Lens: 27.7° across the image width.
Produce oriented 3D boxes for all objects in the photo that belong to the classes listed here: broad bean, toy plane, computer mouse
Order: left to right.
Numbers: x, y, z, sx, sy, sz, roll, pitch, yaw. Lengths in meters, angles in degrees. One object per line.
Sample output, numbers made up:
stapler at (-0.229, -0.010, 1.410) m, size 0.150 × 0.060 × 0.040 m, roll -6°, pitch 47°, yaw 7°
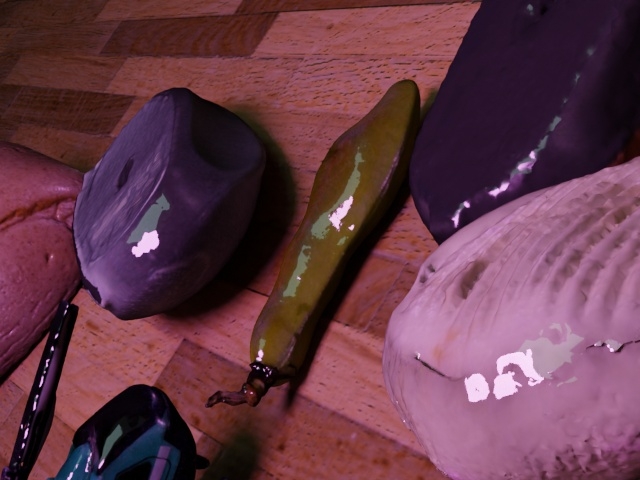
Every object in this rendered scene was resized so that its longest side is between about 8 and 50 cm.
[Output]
toy plane at (-0.182, 0.243, 0.923) m, size 0.106 × 0.155 × 0.382 m, roll 30°, pitch 100°, yaw 61°
computer mouse at (-0.142, -0.030, 1.214) m, size 0.203 × 0.114 × 0.374 m, roll -49°, pitch 21°, yaw 11°
broad bean at (0.006, 0.004, 1.015) m, size 0.075 × 0.067 × 0.325 m, roll 117°, pitch 178°, yaw -71°
computer mouse at (0.172, -0.115, 0.840) m, size 0.183 × 0.116 × 0.323 m, roll -5°, pitch 54°, yaw 62°

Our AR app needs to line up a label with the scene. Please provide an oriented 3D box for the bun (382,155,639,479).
bun at (0.148, 0.051, 0.644) m, size 0.239 × 0.141 × 0.239 m, roll -21°, pitch 14°, yaw 6°

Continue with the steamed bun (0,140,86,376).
steamed bun at (-0.401, 0.013, 1.451) m, size 0.301 × 0.199 × 0.251 m, roll -54°, pitch 28°, yaw -6°
